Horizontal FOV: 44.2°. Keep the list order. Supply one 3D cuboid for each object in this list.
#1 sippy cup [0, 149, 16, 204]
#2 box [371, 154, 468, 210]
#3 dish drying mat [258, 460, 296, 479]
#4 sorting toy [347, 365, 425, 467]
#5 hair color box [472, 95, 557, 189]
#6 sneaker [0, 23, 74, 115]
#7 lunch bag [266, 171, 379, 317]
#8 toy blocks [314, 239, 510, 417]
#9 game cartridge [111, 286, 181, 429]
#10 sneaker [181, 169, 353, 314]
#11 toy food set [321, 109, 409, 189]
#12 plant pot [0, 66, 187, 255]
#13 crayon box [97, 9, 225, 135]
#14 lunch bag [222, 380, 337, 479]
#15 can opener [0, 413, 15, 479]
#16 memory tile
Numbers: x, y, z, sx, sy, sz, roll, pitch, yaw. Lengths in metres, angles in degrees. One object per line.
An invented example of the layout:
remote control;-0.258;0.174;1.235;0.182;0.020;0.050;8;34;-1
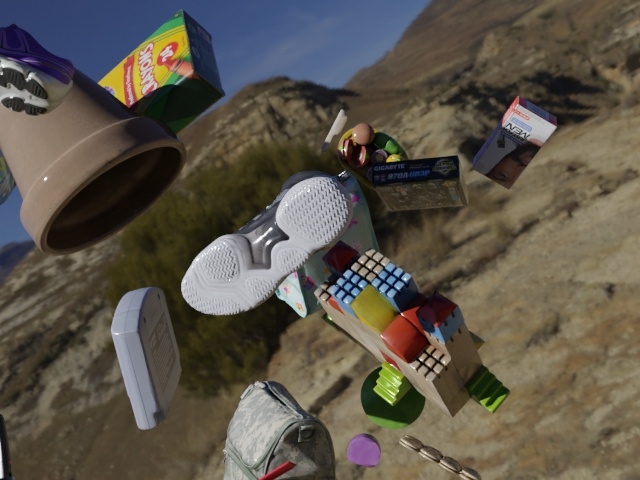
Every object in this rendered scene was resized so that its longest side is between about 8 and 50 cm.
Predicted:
sippy cup;-0.703;-0.170;1.528;0.306;0.240;0.224;-23;-31;-16
box;0.212;-0.115;1.644;0.175;0.051;0.220;-4;-13;15
dish drying mat;-0.092;0.488;1.654;0.083;0.008;0.032;-33;-40;12
sorting toy;0.158;0.283;1.597;0.365;0.127;0.126;-64;-4;4
hair color box;0.393;-0.197;1.604;0.167;0.093;0.053;-59;4;35
sneaker;-0.308;-0.174;0.722;0.068;0.170;0.071;-53;14;46
lunch bag;0.000;0.000;1.726;0.224;0.262;0.160;-23;27;-22
toy blocks;0.116;0.127;1.315;0.191;0.261;0.381;-46;49;-13
game cartridge;-0.301;0.186;1.384;0.060;0.195;0.294;-9;9;-3
sneaker;-0.062;-0.003;1.063;0.269;0.101;0.153;-35;10;18
toy food set;0.111;-0.208;1.819;0.128;0.218;0.071;-56;-2;-11
plant pot;-0.372;-0.145;1.193;0.263;0.229;0.263;-38;-9;-7
crayon box;-0.322;-0.236;1.392;0.319;0.081;0.202;-36;44;19
lunch bag;-0.095;0.484;1.828;0.213;0.255;0.305;7;5;-23
can opener;-0.547;0.383;1.331;0.059;0.186;0.073;-4;-29;-11
memory tile;0.205;0.370;1.337;0.012;0.148;0.113;-63;-17;-4
